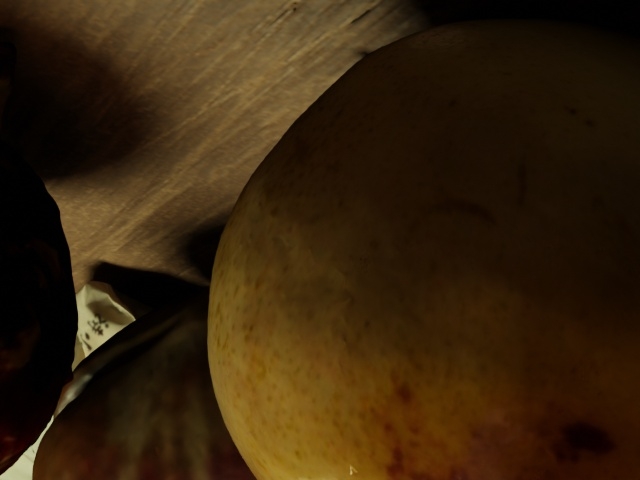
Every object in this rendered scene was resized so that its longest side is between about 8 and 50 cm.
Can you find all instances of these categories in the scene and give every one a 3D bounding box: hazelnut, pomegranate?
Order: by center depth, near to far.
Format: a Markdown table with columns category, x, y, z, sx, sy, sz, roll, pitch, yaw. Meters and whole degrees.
| category | x | y | z | sx | sy | sz | roll | pitch | yaw |
| --- | --- | --- | --- | --- | --- | --- | --- | --- | --- |
| pomegranate | 0.092 | 0.028 | 0.698 | 0.319 | 0.319 | 0.319 | 11 | 160 | 4 |
| hazelnut | 0.003 | 0.203 | 1.108 | 0.429 | 0.402 | 0.402 | -9 | 152 | 31 |

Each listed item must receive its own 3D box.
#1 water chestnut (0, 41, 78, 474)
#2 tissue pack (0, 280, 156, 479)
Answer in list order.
| category | x | y | z | sx | sy | sz | roll | pitch | yaw |
| --- | --- | --- | --- | --- | --- | --- | --- | --- | --- |
| water chestnut | -0.292 | 0.010 | 0.891 | 0.335 | 0.335 | 0.347 | 28 | 125 | -36 |
| tissue pack | -0.162 | 0.187 | 1.423 | 0.390 | 0.195 | 0.375 | 26 | 137 | -33 |
